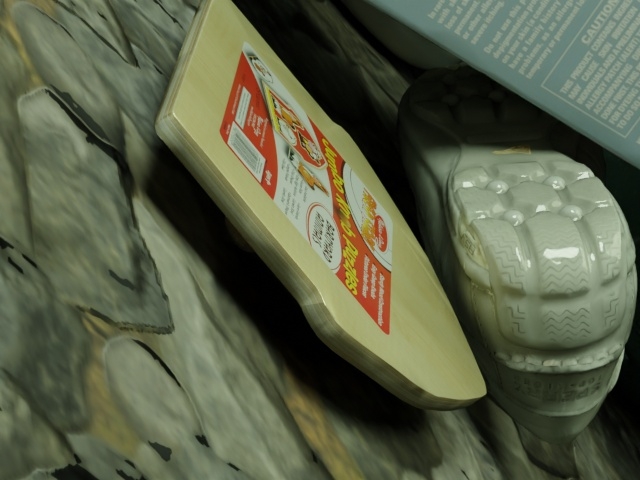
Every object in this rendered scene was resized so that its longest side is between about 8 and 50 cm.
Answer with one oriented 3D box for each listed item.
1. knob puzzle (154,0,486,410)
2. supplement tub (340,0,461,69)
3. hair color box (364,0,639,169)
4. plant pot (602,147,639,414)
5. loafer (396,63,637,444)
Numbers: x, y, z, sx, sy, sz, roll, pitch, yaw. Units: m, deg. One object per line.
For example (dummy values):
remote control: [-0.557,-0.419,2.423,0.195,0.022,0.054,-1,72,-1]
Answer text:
knob puzzle: [0.000,0.000,0.793,0.213,0.030,0.213,49,16,-20]
supplement tub: [0.132,-0.283,1.197,0.235,0.325,0.235,49,17,-21]
hair color box: [0.064,-0.180,0.969,0.374,0.113,0.185,31,20,-10]
plant pot: [0.277,-0.013,1.176,0.248,0.252,0.247,52,-25,-11]
loafer: [0.096,-0.009,0.988,0.319,0.112,0.111,-87,175,-66]
